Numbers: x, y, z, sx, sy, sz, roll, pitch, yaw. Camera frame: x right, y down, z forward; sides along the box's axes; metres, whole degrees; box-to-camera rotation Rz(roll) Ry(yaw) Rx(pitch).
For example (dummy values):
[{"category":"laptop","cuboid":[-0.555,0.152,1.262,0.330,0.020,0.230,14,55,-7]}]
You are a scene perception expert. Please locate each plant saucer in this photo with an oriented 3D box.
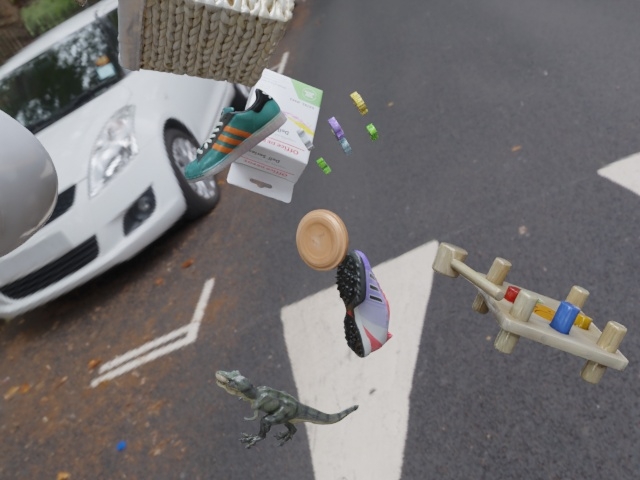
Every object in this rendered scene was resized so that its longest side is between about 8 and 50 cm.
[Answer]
[{"category":"plant saucer","cuboid":[0.000,0.000,0.885,0.084,0.083,0.013,-11,-1,36]}]

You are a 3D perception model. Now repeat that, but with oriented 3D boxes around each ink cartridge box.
[{"category":"ink cartridge box","cuboid":[-0.129,-0.304,1.897,0.119,0.207,0.353,129,155,-57]}]

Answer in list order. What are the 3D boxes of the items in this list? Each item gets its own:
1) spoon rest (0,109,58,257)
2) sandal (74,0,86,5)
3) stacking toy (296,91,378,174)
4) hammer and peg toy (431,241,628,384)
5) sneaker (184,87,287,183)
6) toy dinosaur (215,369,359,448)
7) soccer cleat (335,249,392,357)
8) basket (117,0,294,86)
[{"category":"spoon rest","cuboid":[-0.272,-0.067,0.373,0.137,0.276,0.084,-30,54,8]},{"category":"sandal","cuboid":[-0.489,-0.503,1.147,0.088,0.240,0.079,36,96,24]},{"category":"stacking toy","cuboid":[0.051,-0.246,1.578,0.167,0.221,0.052,-33,65,4]},{"category":"hammer and peg toy","cuboid":[0.392,0.139,1.292,0.266,0.361,0.127,-93,24,-72]},{"category":"sneaker","cuboid":[-0.238,-0.269,1.675,0.302,0.121,0.108,-37,20,-4]},{"category":"toy dinosaur","cuboid":[-0.070,0.303,1.131,0.118,0.268,0.064,-59,26,18]},{"category":"soccer cleat","cuboid":[0.115,0.146,1.630,0.116,0.318,0.109,-24,35,-23]},{"category":"basket","cuboid":[-0.192,-0.474,1.112,0.267,0.328,0.331,7,-9,-14]}]
